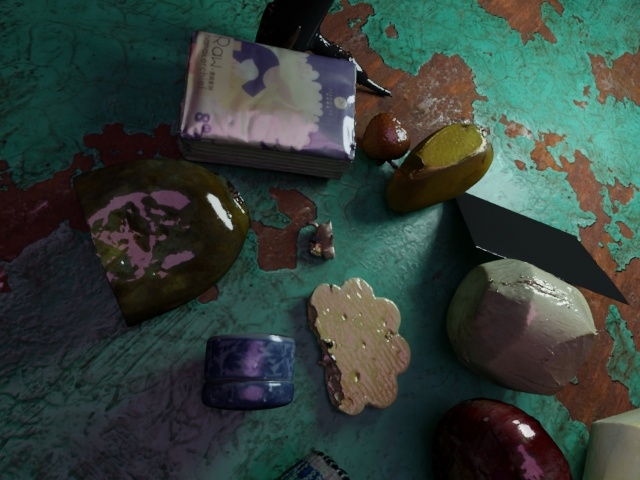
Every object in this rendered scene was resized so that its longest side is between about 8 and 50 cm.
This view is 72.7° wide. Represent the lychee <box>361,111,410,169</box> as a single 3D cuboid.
[{"bbox_3d":[0.151,-0.211,0.961,0.115,0.101,0.140,-15,90,-6],"label":"lychee"}]

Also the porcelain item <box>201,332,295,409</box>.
[{"bbox_3d":[-0.114,0.215,0.704,0.147,0.147,0.114,6,69,-15],"label":"porcelain item"}]

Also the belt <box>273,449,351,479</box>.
[{"bbox_3d":[0.006,0.474,0.625,0.161,0.207,0.294,-26,95,-27],"label":"belt"}]

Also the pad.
[{"bbox_3d":[0.474,0.003,0.967,0.368,0.007,0.247,19,35,-10],"label":"pad"}]

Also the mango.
[{"bbox_3d":[0.255,-0.151,0.945,0.262,0.167,0.130,-27,57,-17],"label":"mango"}]

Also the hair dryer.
[{"bbox_3d":[0.056,-0.429,0.948,0.360,0.304,0.120,23,53,-33],"label":"hair dryer"}]

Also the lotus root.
[{"bbox_3d":[-0.248,-0.025,0.751,0.261,0.149,0.266,-20,81,-21],"label":"lotus root"}]

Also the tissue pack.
[{"bbox_3d":[-0.104,-0.270,0.885,0.344,0.125,0.242,6,74,-14],"label":"tissue pack"}]

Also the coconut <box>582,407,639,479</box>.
[{"bbox_3d":[0.622,0.435,0.811,0.239,0.239,0.244,27,71,-6],"label":"coconut"}]

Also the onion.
[{"bbox_3d":[0.297,0.387,0.721,0.190,0.246,0.246,8,69,-22],"label":"onion"}]

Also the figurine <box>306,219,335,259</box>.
[{"bbox_3d":[0.000,0.000,0.876,0.051,0.047,0.083,-6,80,-4],"label":"figurine"}]

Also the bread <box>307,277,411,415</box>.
[{"bbox_3d":[0.078,0.194,0.831,0.182,0.039,0.250,-10,75,-20],"label":"bread"}]

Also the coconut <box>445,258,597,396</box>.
[{"bbox_3d":[0.385,0.168,0.825,0.248,0.245,0.244,25,66,0],"label":"coconut"}]
